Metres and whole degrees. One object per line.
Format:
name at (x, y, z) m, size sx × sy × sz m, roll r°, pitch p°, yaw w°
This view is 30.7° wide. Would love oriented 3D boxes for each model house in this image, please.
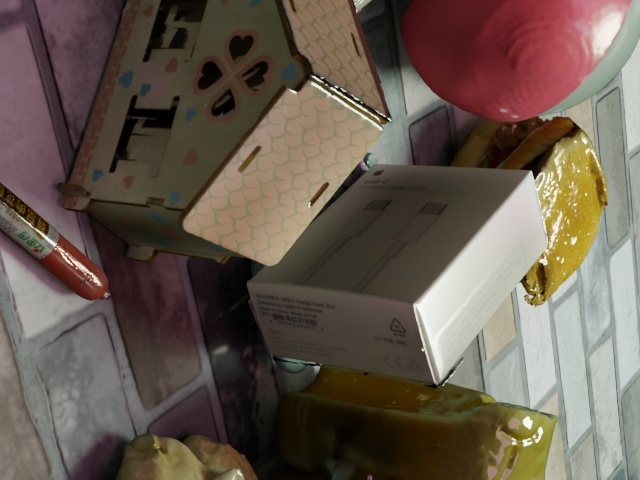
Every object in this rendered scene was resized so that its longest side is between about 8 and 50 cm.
model house at (-0.060, -0.135, 1.018) m, size 0.169 × 0.244 × 0.326 m, roll 28°, pitch 72°, yaw -48°

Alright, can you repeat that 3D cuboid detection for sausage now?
sausage at (-0.252, -0.017, 0.958) m, size 0.253 × 0.034 × 0.034 m, roll 47°, pitch 60°, yaw -44°

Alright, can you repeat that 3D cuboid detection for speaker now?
speaker at (0.231, -0.271, 1.322) m, size 0.294 × 0.294 × 0.294 m, roll -12°, pitch 105°, yaw -51°

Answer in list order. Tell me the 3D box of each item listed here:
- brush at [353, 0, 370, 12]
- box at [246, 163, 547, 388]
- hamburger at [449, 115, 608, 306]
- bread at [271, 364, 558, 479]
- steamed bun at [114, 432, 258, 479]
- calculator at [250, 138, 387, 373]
brush at (0.139, -0.345, 1.206) m, size 0.314 × 0.017 × 0.090 m, roll -42°, pitch 162°, yaw -15°
box at (0.083, 0.026, 1.184) m, size 0.251 × 0.203 × 0.106 m, roll -43°, pitch 125°, yaw -40°
hamburger at (0.261, -0.049, 1.510) m, size 0.244 × 0.163 × 0.244 m, roll -24°, pitch 122°, yaw -45°
bread at (0.063, 0.303, 1.208) m, size 0.210 × 0.300 × 0.341 m, roll 8°, pitch 94°, yaw -51°
steamed bun at (-0.122, 0.340, 1.105) m, size 0.295 × 0.137 × 0.292 m, roll -56°, pitch 138°, yaw -33°
calculator at (0.000, 0.000, 1.277) m, size 0.185 × 0.041 × 0.299 m, roll 42°, pitch 61°, yaw -46°
